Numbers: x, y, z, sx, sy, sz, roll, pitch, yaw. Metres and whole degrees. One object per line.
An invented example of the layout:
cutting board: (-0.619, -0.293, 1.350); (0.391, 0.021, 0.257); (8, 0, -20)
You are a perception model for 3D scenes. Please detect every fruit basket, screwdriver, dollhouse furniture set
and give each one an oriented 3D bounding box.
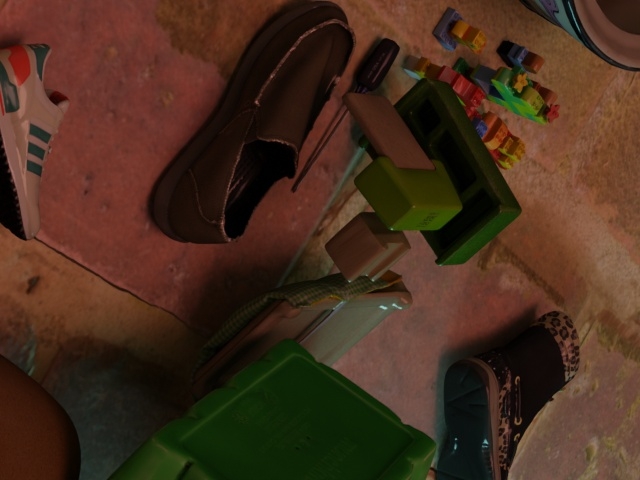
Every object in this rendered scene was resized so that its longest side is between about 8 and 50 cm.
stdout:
fruit basket: (-0.111, 0.291, 1.445); (0.392, 0.283, 0.392); (-53, 170, -14)
screwdriver: (0.024, -0.113, 1.608); (0.025, 0.024, 0.170); (29, 90, -23)
dollhouse furniture set: (0.000, 0.000, 1.581); (0.301, 0.151, 0.197); (-43, 156, 30)

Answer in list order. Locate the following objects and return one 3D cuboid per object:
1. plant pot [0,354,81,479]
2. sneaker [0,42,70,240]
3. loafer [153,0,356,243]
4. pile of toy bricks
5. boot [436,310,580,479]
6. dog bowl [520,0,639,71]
plant pot: (-0.289, 0.162, 1.275); (0.237, 0.237, 0.254); (-66, 155, 3)
sneaker: (-0.220, -0.077, 1.325); (0.075, 0.057, 0.161); (-27, 126, -30)
loafer: (-0.039, -0.093, 1.494); (0.251, 0.087, 0.094); (-57, 141, -8)
pile of toy bricks: (0.185, -0.143, 1.702); (0.118, 0.105, 0.212); (-58, 141, -7)
boot: (0.218, 0.205, 1.956); (0.178, 0.085, 0.236); (-29, 130, -38)
dog bowl: (0.306, -0.378, 1.670); (0.408, 0.150, 0.408); (-25, 127, -37)
